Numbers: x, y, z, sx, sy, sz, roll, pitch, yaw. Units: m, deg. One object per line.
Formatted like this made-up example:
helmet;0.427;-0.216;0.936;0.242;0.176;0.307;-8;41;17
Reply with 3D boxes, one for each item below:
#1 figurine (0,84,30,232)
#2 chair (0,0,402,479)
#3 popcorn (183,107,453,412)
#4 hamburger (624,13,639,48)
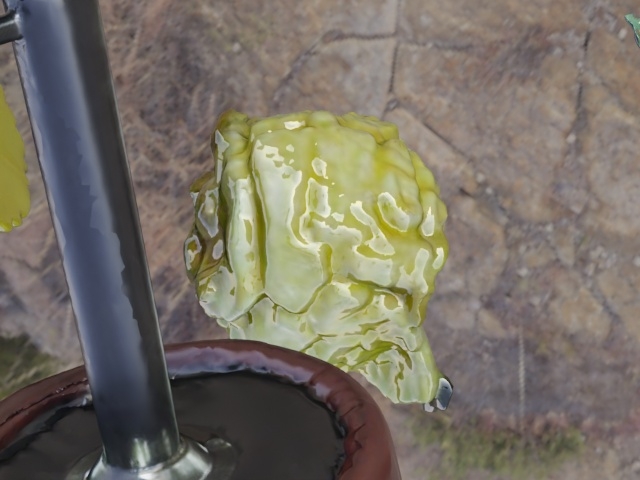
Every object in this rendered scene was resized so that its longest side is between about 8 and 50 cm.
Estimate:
figurine;-0.417;-0.037;0.973;0.315;0.168;0.187;-21;79;9
chair;-0.086;-0.001;0.476;0.227;0.226;0.400;6;117;32
popcorn;-0.008;-0.001;1.130;0.237;0.293;0.293;-1;138;-15
hamburger;0.489;-0.241;1.487;0.235;0.214;0.125;34;146;-18
